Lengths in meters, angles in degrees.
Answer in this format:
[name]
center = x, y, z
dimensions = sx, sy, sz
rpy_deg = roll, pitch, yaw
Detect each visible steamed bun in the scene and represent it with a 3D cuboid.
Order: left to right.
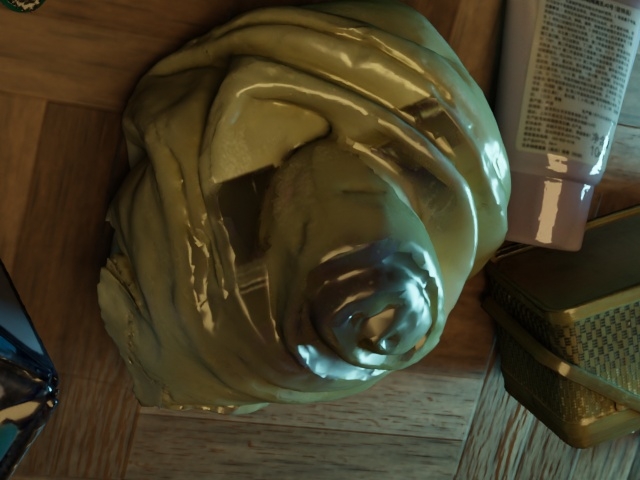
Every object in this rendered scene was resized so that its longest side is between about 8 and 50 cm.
[steamed bun]
center = 0.000, 0.000, 1.193
dimensions = 0.346, 0.237, 0.394
rpy_deg = 31, 97, -28

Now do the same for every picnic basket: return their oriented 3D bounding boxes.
[picnic basket]
center = 0.291, 0.067, 1.371
dimensions = 0.267, 0.165, 0.139
rpy_deg = -17, 113, -15

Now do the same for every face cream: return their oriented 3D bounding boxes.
[face cream]
center = 0.210, -0.131, 1.316
dimensions = 0.154, 0.096, 0.274
rpy_deg = 10, 93, -21

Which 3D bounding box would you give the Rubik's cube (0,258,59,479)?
[Rubik's cube]
center = -0.394, 0.100, 1.040
dimensions = 0.310, 0.307, 0.305
rpy_deg = 32, 94, -30

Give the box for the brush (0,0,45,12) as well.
[brush]
center = -0.195, -0.261, 1.133
dimensions = 0.043, 0.032, 0.193
rpy_deg = 19, 104, -26
